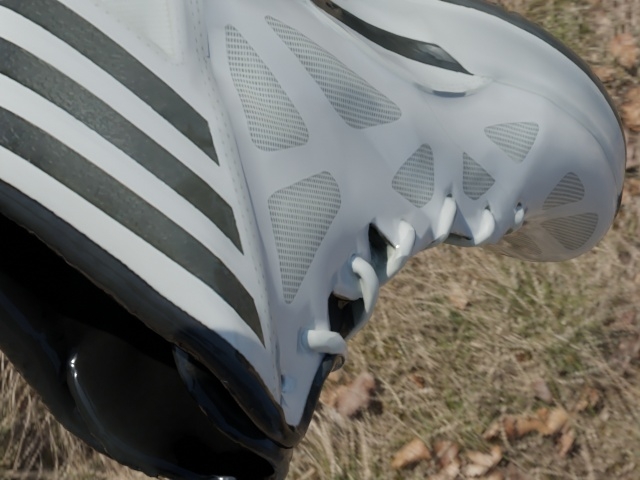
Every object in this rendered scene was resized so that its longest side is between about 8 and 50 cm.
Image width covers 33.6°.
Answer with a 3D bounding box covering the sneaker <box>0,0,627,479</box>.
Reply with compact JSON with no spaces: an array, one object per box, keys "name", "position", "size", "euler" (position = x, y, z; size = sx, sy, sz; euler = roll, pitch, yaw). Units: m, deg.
[{"name":"sneaker","position":[-0.001,0.000,0.505],"size":[0.447,0.169,0.258],"euler":[22,61,-41]}]
